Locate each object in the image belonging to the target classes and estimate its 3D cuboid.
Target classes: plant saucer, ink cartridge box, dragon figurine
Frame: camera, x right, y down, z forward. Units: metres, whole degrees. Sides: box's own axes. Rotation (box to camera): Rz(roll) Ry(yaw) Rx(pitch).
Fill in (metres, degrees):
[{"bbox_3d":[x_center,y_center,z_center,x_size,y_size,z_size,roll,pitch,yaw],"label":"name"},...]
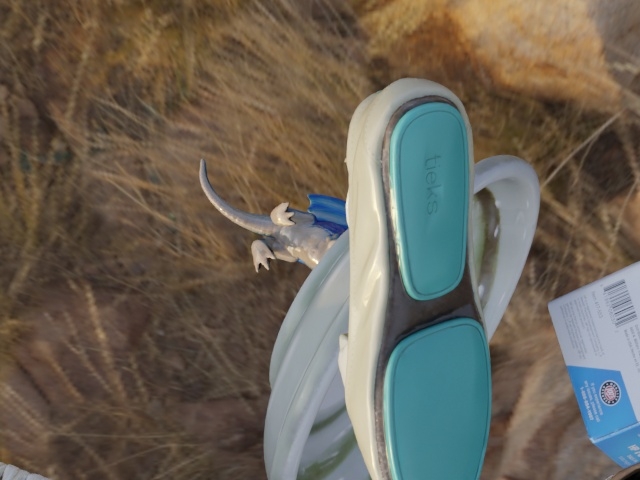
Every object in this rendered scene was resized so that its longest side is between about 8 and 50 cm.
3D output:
[{"bbox_3d":[0.055,0.083,1.330,0.101,0.400,0.400,31,85,22],"label":"plant saucer"},{"bbox_3d":[0.301,0.083,1.186,0.191,0.082,0.139,-26,53,19],"label":"ink cartridge box"},{"bbox_3d":[0.000,0.000,1.580,0.289,0.144,0.085,25,105,20],"label":"dragon figurine"}]

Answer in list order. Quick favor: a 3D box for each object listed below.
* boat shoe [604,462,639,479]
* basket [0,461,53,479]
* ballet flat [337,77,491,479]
[{"bbox_3d":[0.134,0.194,0.810,0.066,0.066,0.183,28,64,29],"label":"boat shoe"},{"bbox_3d":[-0.276,0.399,1.149,0.267,0.328,0.331,13,121,23],"label":"basket"},{"bbox_3d":[0.045,0.034,0.785,0.086,0.086,0.248,1,102,3],"label":"ballet flat"}]
